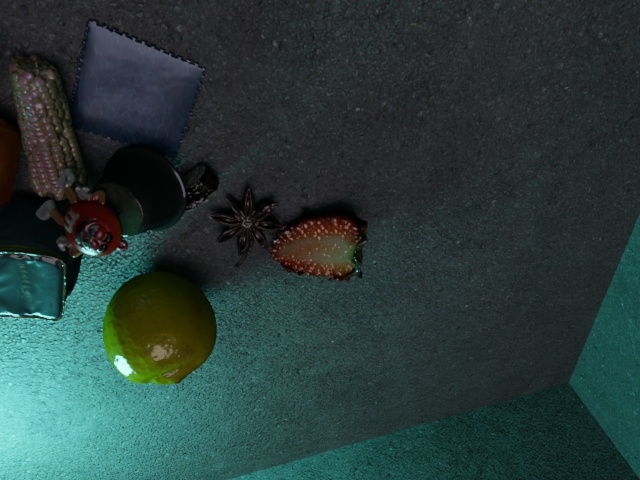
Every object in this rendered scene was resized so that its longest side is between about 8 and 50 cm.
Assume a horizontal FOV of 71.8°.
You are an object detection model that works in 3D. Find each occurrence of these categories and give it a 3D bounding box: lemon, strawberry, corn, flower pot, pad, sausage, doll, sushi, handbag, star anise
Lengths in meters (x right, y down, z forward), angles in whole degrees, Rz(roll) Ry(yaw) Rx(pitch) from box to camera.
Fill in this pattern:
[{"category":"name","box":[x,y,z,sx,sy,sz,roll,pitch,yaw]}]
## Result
[{"category":"lemon","box":[-0.482,0.263,1.339,0.347,0.348,0.348,-8,130,-9]},{"category":"strawberry","box":[0.000,0.000,1.411,0.306,0.138,0.234,7,110,10]},{"category":"corn","box":[-0.627,-0.249,1.023,0.126,0.127,0.336,0,124,-15]},{"category":"flower pot","box":[-0.472,-0.102,1.107,0.235,0.148,0.236,4,119,8]},{"category":"pad","box":[-0.441,-0.345,1.060,0.268,0.012,0.270,14,123,-25]},{"category":"sausage","box":[-0.786,-0.174,1.009,0.141,0.153,0.268,0,134,-50]},{"category":"doll","box":[-0.549,-0.037,1.024,0.217,0.085,0.183,43,107,-1]},{"category":"sushi","box":[-0.350,-0.138,1.205,0.150,0.091,0.078,-32,134,9]},{"category":"handbag","box":[-0.741,0.042,1.140,0.222,0.241,0.263,10,126,-24]},{"category":"star anise","box":[-0.221,-0.043,1.321,0.229,0.081,0.263,5,116,-19]}]
